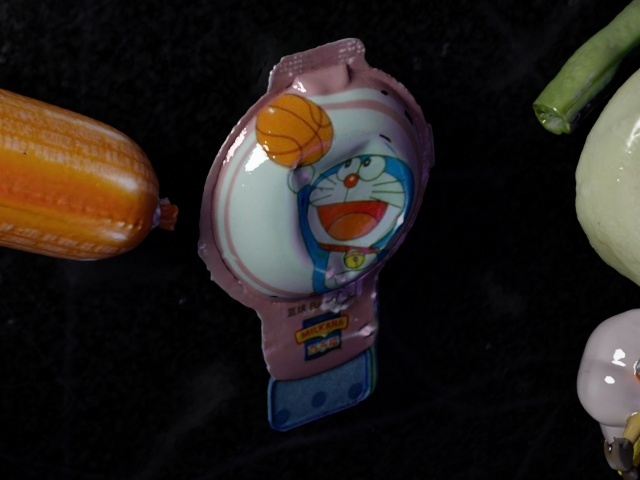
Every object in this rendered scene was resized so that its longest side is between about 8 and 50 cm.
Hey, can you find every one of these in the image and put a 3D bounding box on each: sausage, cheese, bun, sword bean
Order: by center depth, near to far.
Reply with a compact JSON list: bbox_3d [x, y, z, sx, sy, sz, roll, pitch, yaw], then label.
[{"bbox_3d":[-0.209,-0.048,1.029,0.312,0.093,0.093,15,103,-41],"label":"sausage"},{"bbox_3d":[0.000,0.000,1.217,0.189,0.074,0.286,-16,122,-27],"label":"cheese"},{"bbox_3d":[0.262,-0.178,1.341,0.269,0.038,0.043,-42,143,-11],"label":"sword bean"},{"bbox_3d":[0.292,-0.062,1.358,0.229,0.145,0.229,-6,116,-13],"label":"bun"}]

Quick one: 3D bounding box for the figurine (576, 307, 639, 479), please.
[{"bbox_3d":[0.278,0.103,1.455,0.229,0.112,0.137,-21,132,-42],"label":"figurine"}]
